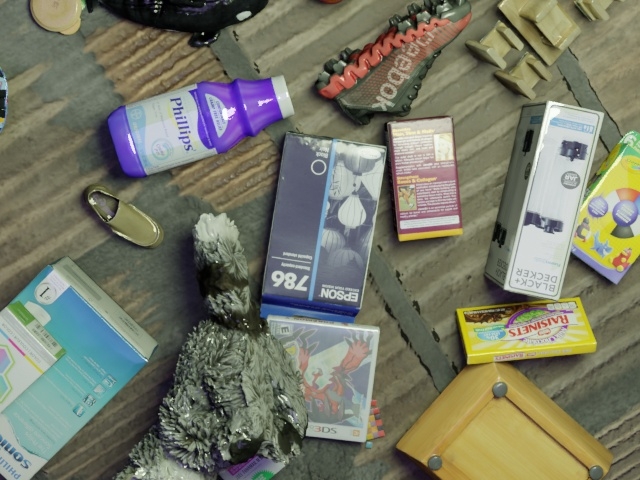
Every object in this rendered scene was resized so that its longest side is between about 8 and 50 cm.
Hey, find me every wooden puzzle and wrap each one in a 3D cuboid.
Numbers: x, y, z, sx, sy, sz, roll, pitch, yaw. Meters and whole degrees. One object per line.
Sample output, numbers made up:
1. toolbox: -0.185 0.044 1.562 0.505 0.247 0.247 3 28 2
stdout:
1. wooden puzzle: 0.078 0.307 1.616 0.049 0.006 0.083 -14 97 0

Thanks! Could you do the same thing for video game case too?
1. video game case: -0.005 0.227 1.577 0.183 0.023 0.201 6 105 1

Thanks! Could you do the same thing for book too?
1. book: -0.140 0.347 1.605 0.096 0.035 0.144 -41 97 7

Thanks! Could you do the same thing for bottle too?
1. bottle: -0.183 -0.187 1.511 0.282 0.092 0.118 -16 95 1

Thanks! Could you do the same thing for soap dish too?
1. soap dish: 0.304 0.350 1.570 0.291 0.118 0.229 41 94 -6

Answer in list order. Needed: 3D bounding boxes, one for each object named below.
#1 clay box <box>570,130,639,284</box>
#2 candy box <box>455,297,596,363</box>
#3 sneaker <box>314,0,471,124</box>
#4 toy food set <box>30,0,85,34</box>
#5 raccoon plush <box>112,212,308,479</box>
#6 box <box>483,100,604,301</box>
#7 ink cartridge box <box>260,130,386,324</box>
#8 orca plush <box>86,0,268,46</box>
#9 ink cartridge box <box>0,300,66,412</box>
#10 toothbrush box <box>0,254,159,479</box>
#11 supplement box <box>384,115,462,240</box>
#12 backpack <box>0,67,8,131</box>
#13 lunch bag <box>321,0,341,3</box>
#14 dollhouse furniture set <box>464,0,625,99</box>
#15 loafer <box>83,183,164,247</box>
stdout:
1. clay box: 0.488 -0.056 1.561 0.127 0.053 0.222 35 95 -5
2. candy box: 0.329 0.144 1.558 0.205 0.105 0.027 -6 134 -1
3. sneaker: 0.128 -0.269 1.478 0.276 0.098 0.135 -30 109 30
4. toy food set: -0.414 -0.370 1.521 0.083 0.020 0.083 13 96 -2
5. raccoon plush: -0.204 0.214 1.518 0.299 0.216 0.447 -19 69 21
6. box: 0.340 -0.064 1.500 0.087 0.169 0.290 11 97 -3
7. ink cartridge box: 0.000 0.000 1.553 0.165 0.065 0.333 8 97 -3
8. orca plush: -0.226 -0.388 1.482 0.287 0.102 0.151 16 96 -3
9. ink cartridge box: -0.494 0.200 1.437 0.209 0.062 0.109 -42 95 4
10. toothbrush box: -0.439 0.205 1.532 0.216 0.126 0.295 44 93 -5
11. supplement box: 0.162 -0.100 1.534 0.104 0.081 0.188 -6 97 0
12. backpack: -0.558 -0.219 1.486 0.173 0.117 0.158 4 96 -1
13. lunch bag: 0.014 -0.532 1.442 0.258 0.120 0.293 35 88 -15
14. dollhouse furniture set: 0.299 -0.382 1.502 0.242 0.161 0.212 40 95 -27
15. loafer: -0.318 -0.036 1.546 0.148 0.050 0.056 33 95 -4
